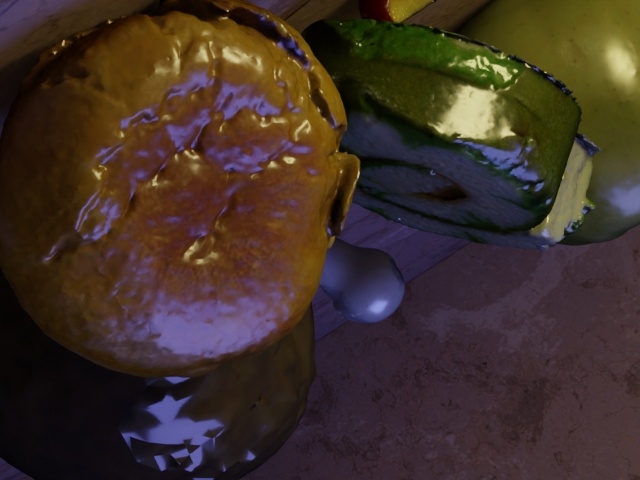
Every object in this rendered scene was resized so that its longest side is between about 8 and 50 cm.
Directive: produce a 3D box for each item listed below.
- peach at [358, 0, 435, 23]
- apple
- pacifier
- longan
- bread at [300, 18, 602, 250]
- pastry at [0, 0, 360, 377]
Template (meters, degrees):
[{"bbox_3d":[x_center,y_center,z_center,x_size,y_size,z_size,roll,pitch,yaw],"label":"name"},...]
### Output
[{"bbox_3d":[0.078,-0.247,1.744,0.083,0.050,0.077,-21,-167,6],"label":"peach"},{"bbox_3d":[0.320,-0.165,2.066,0.357,0.357,0.357,-28,170,-5],"label":"apple"},{"bbox_3d":[-0.034,-0.003,2.091,0.220,0.273,0.332,-17,-155,13],"label":"pacifier"},{"bbox_3d":[-0.186,0.096,1.790,0.391,0.391,0.391,-28,170,-5],"label":"longan"},{"bbox_3d":[0.127,-0.099,1.796,0.382,0.129,0.366,22,167,-20],"label":"bread"},{"bbox_3d":[-0.124,-0.044,1.500,0.356,0.356,0.164,-24,-150,-26],"label":"pastry"}]
